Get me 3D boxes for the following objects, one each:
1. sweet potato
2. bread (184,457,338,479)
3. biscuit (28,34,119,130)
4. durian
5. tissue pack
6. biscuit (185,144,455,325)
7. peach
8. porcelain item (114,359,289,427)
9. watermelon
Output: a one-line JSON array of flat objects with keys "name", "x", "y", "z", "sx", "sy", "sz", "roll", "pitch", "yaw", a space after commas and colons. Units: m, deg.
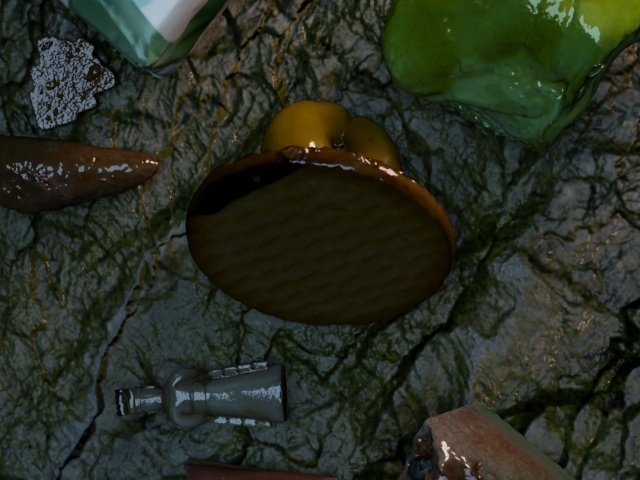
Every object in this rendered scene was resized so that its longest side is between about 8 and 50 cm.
[{"name": "sweet potato", "x": -0.376, "y": -0.092, "z": 1.764, "sx": 0.341, "sy": 0.092, "sz": 0.114, "roll": 13, "pitch": 75, "yaw": 6}, {"name": "bread", "x": -0.084, "y": 0.332, "z": 1.734, "sx": 0.192, "sy": 0.067, "sz": 0.119, "roll": 7, "pitch": 61, "yaw": 10}, {"name": "biscuit", "x": -0.326, "y": -0.198, "z": 1.792, "sx": 0.119, "sy": 0.019, "sz": 0.130, "roll": 31, "pitch": 94, "yaw": 6}, {"name": "durian", "x": 0.238, "y": -0.242, "z": 1.633, "sx": 0.339, "sy": 0.204, "sz": 0.256, "roll": 24, "pitch": 105, "yaw": 7}, {"name": "tissue pack", "x": -0.186, "y": -0.404, "z": 1.686, "sx": 0.266, "sy": 0.194, "sz": 0.356, "roll": 40, "pitch": 95, "yaw": 6}, {"name": "biscuit", "x": 0.000, "y": 0.000, "z": 1.635, "sx": 0.317, "sy": 0.318, "sz": 0.040, "roll": 4, "pitch": 53, "yaw": 7}, {"name": "peach", "x": 0.014, "y": -0.094, "z": 1.684, "sx": 0.179, "sy": 0.179, "sz": 0.103, "roll": 36, "pitch": 129, "yaw": 6}, {"name": "porcelain item", "x": -0.149, "y": 0.197, "z": 1.755, "sx": 0.213, "sy": 0.054, "sz": 0.084, "roll": -4, "pitch": 87, "yaw": 6}, {"name": "watermelon", "x": 0.146, "y": 0.328, "z": 1.657, "sx": 0.151, "sy": 0.302, "sz": 0.264, "roll": 37, "pitch": 97, "yaw": 43}]
